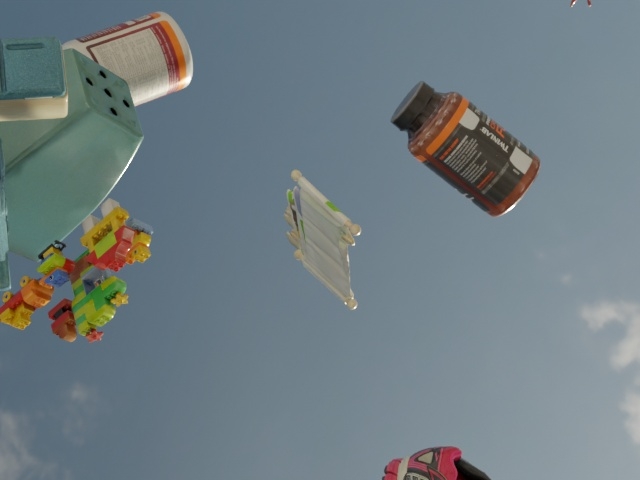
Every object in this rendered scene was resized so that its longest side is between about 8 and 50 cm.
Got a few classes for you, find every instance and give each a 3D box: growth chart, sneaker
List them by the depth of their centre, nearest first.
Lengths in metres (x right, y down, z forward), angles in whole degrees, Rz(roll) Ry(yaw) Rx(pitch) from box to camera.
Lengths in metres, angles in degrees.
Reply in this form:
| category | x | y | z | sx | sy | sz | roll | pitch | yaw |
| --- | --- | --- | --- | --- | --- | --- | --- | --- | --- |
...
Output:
| category | x | y | z | sx | sy | sz | roll | pitch | yaw |
| --- | --- | --- | --- | --- | --- | --- | --- | --- | --- |
| sneaker | 0.213 | 0.378 | 1.427 | 0.299 | 0.112 | 0.121 | 41 | -140 | -22 |
| growth chart | 0.000 | 0.000 | 1.613 | 0.021 | 0.237 | 0.172 | -33 | -119 | -19 |

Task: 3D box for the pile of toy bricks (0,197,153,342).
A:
| category | x | y | z | sx | sy | sz | roll | pitch | yaw |
| --- | --- | --- | --- | --- | --- | --- | --- | --- | --- |
| pile of toy bricks | -0.263 | 0.064 | 1.254 | 0.118 | 0.212 | 0.105 | 29 | -150 | -48 |

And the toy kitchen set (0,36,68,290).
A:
| category | x | y | z | sx | sy | sz | roll | pitch | yaw |
| --- | --- | --- | --- | --- | --- | --- | --- | --- | --- |
| toy kitchen set | -0.234 | -0.078 | 0.783 | 0.122 | 0.166 | 0.207 | -6 | -111 | -16 |

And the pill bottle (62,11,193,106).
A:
| category | x | y | z | sx | sy | sz | roll | pitch | yaw |
| --- | --- | --- | --- | --- | --- | --- | --- | --- | --- |
| pill bottle | -0.307 | -0.245 | 1.608 | 0.221 | 0.121 | 0.121 | -25 | -114 | -26 |

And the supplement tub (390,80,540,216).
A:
| category | x | y | z | sx | sy | sz | roll | pitch | yaw |
| --- | --- | --- | --- | --- | --- | --- | --- | --- | --- |
| supplement tub | 0.191 | -0.127 | 1.480 | 0.198 | 0.106 | 0.106 | 37 | -131 | -9 |

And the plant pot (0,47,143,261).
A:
| category | x | y | z | sx | sy | sz | roll | pitch | yaw |
| --- | --- | --- | --- | --- | --- | --- | --- | --- | --- |
| plant pot | -0.354 | -0.123 | 1.409 | 0.165 | 0.234 | 0.165 | 29 | -148 | -50 |

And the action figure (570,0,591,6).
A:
| category | x | y | z | sx | sy | sz | roll | pitch | yaw |
| --- | --- | --- | --- | --- | --- | --- | --- | --- | --- |
| action figure | 0.347 | -0.305 | 1.101 | 0.280 | 0.139 | 0.092 | 1 | -103 | 5 |
